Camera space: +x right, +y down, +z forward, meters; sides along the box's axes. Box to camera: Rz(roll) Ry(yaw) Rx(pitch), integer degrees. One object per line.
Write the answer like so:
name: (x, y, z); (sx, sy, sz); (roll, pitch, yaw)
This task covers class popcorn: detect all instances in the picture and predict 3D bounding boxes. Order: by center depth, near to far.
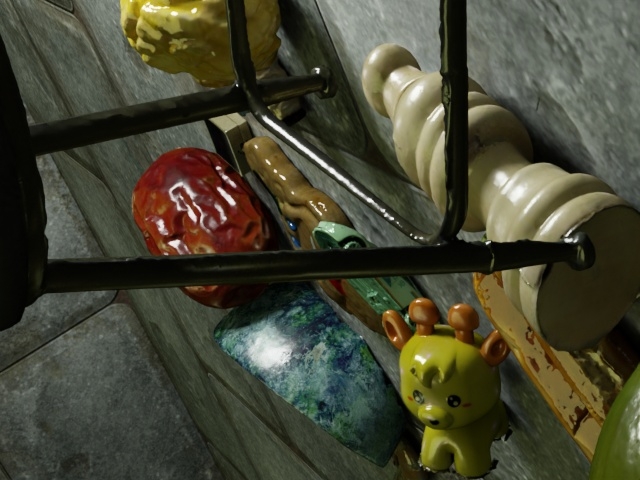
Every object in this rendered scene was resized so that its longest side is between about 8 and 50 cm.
popcorn: (-0.124, -0.235, 1.455); (0.180, 0.180, 0.170); (62, -161, -15)

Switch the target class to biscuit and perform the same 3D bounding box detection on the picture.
biscuit: (-0.091, -0.222, 1.570); (0.219, 0.055, 0.061); (58, 175, -2)
biscuit: (-0.002, -0.005, 1.744); (0.320, 0.047, 0.183); (56, 162, 11)

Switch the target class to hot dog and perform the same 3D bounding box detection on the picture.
hot dog: (0.222, 0.100, 1.205); (0.269, 0.072, 0.115); (57, 165, 8)

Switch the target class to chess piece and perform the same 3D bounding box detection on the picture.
chess piece: (0.130, -0.057, 1.136); (0.138, 0.124, 0.307); (25, -162, -48)

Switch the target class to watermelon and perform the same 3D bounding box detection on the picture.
watermelon: (0.008, 0.178, 1.974); (0.318, 0.148, 0.226); (38, 177, 17)

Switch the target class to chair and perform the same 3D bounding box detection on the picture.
chair: (-0.086, -0.142, 0.906); (0.364, 0.410, 0.362); (39, 142, 47)

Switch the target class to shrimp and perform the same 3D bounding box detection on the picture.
shrimp: (0.118, 0.328, 2.020); (0.099, 0.041, 0.180); (53, 164, 20)

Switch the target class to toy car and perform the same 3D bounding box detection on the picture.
toy car: (0.068, 0.042, 1.591); (0.186, 0.058, 0.093); (47, 165, -7)

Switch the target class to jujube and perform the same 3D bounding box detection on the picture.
jujube: (-0.163, -0.020, 1.965); (0.250, 0.174, 0.174); (57, 166, 30)

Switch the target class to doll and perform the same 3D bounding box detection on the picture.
doll: (0.145, 0.150, 1.483); (0.143, 0.135, 0.221); (8, 130, 27)

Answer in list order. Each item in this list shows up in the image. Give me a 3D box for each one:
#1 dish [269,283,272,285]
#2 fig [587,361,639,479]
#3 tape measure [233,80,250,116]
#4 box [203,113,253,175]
dish: (-0.092, 0.086, 2.121); (0.149, 0.080, 0.208); (41, 159, 44)
fig: (0.270, 0.164, 0.946); (0.203, 0.203, 0.225); (149, 102, -74)
tape measure: (-0.101, -0.199, 1.642); (0.094, 0.054, 0.091); (53, 165, 50)
box: (-0.119, -0.137, 1.851); (0.083, 0.035, 0.079); (41, 158, 47)
